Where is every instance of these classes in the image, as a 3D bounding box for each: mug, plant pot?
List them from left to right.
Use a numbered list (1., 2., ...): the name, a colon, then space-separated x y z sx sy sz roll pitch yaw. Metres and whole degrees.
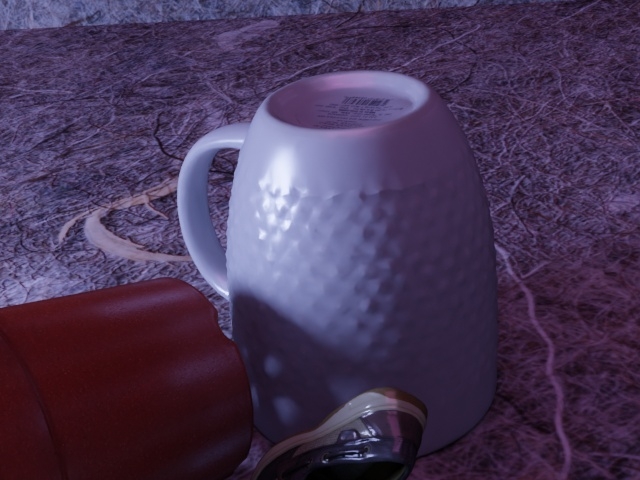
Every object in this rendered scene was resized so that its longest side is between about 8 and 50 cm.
1. plant pot: -0.221 0.161 0.959 0.265 0.272 0.272 -16 29 -37
2. mug: 0.000 0.000 1.120 0.374 0.328 0.276 15 34 33

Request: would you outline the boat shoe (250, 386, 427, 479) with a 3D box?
1. boat shoe: 0.004 0.202 0.901 0.080 0.223 0.073 34 38 -17
